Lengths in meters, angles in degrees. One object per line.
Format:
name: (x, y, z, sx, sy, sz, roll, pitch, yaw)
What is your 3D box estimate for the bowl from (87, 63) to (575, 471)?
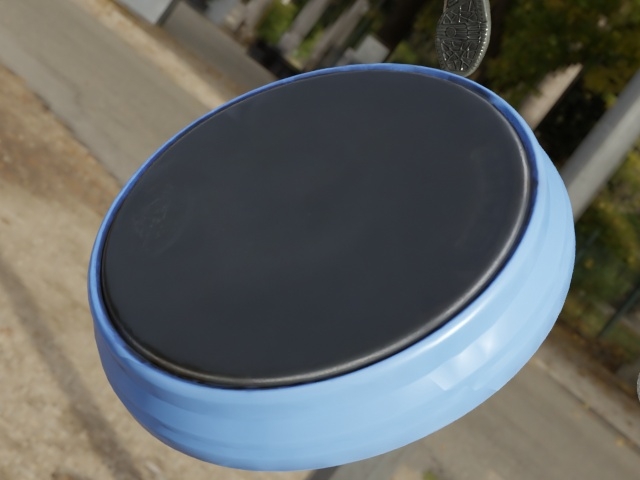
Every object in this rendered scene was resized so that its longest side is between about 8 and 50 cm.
bowl: (0.000, 0.000, 1.075, 0.391, 0.391, 0.077, 45, -18, 46)

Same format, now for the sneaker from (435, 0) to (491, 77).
sneaker: (0.143, -0.239, 1.287, 0.051, 0.170, 0.089, 3, 9, 19)

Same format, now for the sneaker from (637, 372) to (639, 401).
sneaker: (0.474, 0.077, 1.452, 0.169, 0.292, 0.108, -5, 51, -36)
